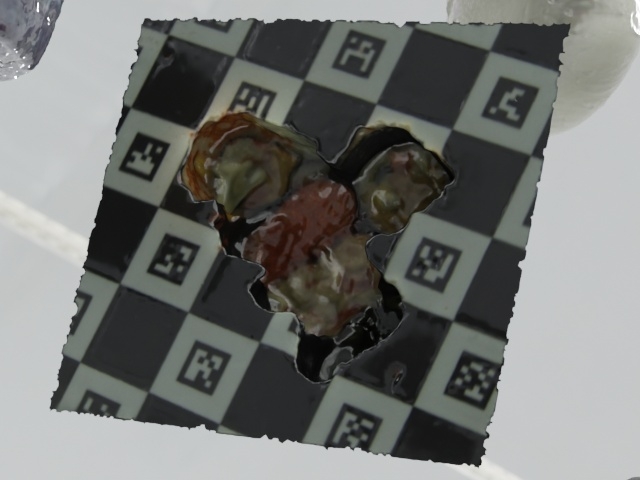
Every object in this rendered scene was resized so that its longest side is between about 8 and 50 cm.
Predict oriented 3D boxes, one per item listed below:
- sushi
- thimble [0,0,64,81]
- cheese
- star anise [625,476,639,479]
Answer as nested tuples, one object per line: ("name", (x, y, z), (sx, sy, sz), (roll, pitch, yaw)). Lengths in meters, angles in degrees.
("sushi", (0.000, 0.000, 1.346), (0.339, 0.069, 0.320), (4, -109, 23))
("thimble", (-0.199, -0.149, 0.958), (0.150, 0.150, 0.098), (4, -107, 55))
("cheese", (0.196, -0.190, 1.665), (0.189, 0.154, 0.198), (-59, -140, 28))
("star anise", (0.192, 0.123, 0.738), (0.209, 0.089, 0.231), (-37, -172, -9))
